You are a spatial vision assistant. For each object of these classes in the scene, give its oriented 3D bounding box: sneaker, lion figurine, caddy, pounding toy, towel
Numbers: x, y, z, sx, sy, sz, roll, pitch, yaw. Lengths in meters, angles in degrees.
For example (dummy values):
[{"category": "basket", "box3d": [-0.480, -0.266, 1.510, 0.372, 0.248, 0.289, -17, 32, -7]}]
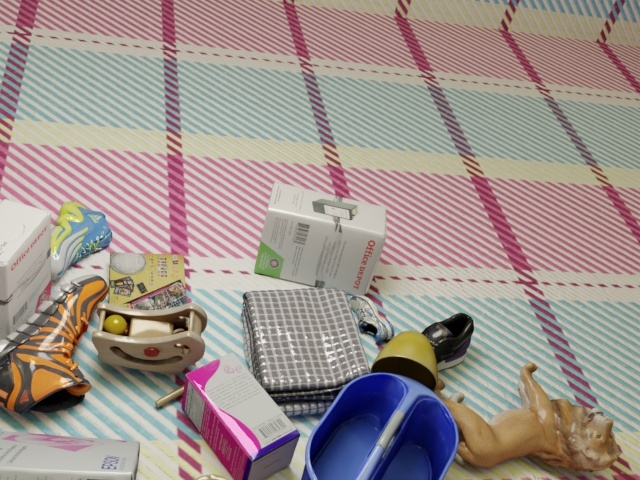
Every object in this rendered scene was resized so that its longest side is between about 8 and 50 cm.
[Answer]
[{"category": "sneaker", "box3d": [0.105, 0.176, 1.808, 0.058, 0.052, 0.135, -25, 54, -33]}, {"category": "sneaker", "box3d": [-0.530, -0.003, 1.776, 0.126, 0.091, 0.240, 7, 40, -11]}, {"category": "lion figurine", "box3d": [0.388, 0.385, 1.620, 0.391, 0.142, 0.240, -12, 53, -9]}, {"category": "caddy", "box3d": [0.109, 0.392, 1.463, 0.241, 0.179, 0.341, 27, 42, 14]}, {"category": "pounding toy", "box3d": [-0.301, 0.213, 1.526, 0.269, 0.154, 0.155, 13, 49, -18]}, {"category": "sneaker", "box3d": [0.220, 0.233, 1.721, 0.283, 0.124, 0.107, -25, 54, -38]}, {"category": "sneaker", "box3d": [-0.486, 0.212, 1.540, 0.180, 0.125, 0.321, 32, 53, 13]}, {"category": "towel", "box3d": [-0.033, 0.218, 1.657, 0.234, 0.121, 0.284, -1, 42, -17]}]

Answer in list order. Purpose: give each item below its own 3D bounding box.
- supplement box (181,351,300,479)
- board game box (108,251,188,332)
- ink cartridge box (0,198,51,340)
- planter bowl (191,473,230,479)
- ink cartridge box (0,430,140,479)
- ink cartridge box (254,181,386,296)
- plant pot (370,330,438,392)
[{"category": "supplement box", "box3d": [-0.154, 0.334, 1.495, 0.111, 0.114, 0.220, -21, 54, -34]}, {"category": "board game box", "box3d": [-0.371, 0.125, 1.718, 0.165, 0.042, 0.243, 3, 42, -15]}, {"category": "ink cartridge box", "box3d": [-0.608, 0.066, 1.558, 0.100, 0.237, 0.172, 18, 40, 2]}, {"category": "planter bowl", "box3d": [-0.187, 0.461, 1.342, 0.162, 0.109, 0.162, 9, 40, -8]}, {"category": "ink cartridge box", "box3d": [-0.453, 0.353, 1.250, 0.329, 0.324, 0.072, 7, 83, -11]}, {"category": "ink cartridge box", "box3d": [0.000, 0.000, 1.859, 0.272, 0.198, 0.115, 13, 39, -4]}, {"category": "plant pot", "box3d": [0.178, 0.238, 1.607, 0.134, 0.134, 0.095, 19, 49, 4]}]
